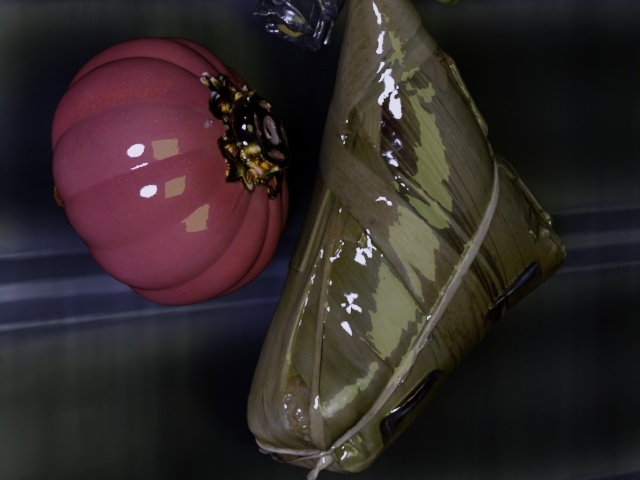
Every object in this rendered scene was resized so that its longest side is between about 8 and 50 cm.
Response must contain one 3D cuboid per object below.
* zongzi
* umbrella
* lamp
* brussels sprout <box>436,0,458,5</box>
[{"bbox_3d":[0.000,0.000,0.816,0.189,0.081,0.178,-45,123,-24],"label":"zongzi"},{"bbox_3d":[0.017,-0.145,0.848,0.040,0.037,0.144,33,71,-10],"label":"umbrella"},{"bbox_3d":[-0.058,-0.027,0.771,0.107,0.092,0.107,44,36,-44],"label":"lamp"},{"bbox_3d":[0.077,-0.144,0.874,0.058,0.085,0.085,9,88,1],"label":"brussels sprout"}]
